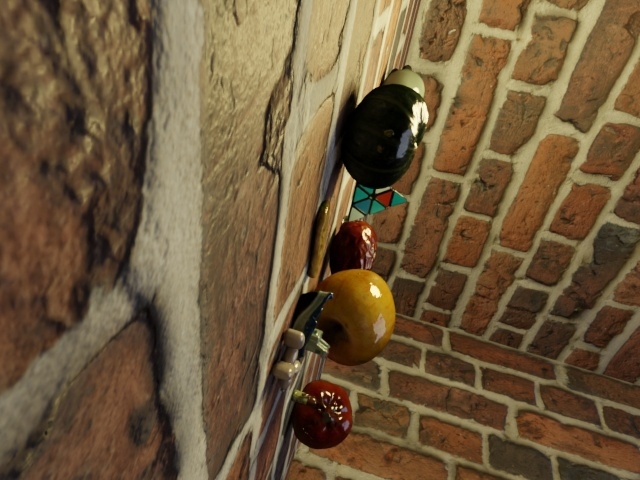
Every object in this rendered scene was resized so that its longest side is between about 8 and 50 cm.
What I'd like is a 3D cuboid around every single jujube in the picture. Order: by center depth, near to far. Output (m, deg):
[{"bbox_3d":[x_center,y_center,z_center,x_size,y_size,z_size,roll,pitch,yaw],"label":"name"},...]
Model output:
[{"bbox_3d":[0.123,0.045,1.652,0.183,0.183,0.243,-36,131,-78],"label":"jujube"}]

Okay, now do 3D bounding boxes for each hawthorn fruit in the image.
[{"bbox_3d":[0.010,0.773,2.022,0.311,0.295,0.295,44,62,-82],"label":"hawthorn fruit"}]

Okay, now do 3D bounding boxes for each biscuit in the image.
[{"bbox_3d":[0.000,0.000,1.236,0.118,0.029,0.247,-67,170,-46],"label":"biscuit"}]

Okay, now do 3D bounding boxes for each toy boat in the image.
[{"bbox_3d":[-0.019,0.253,1.287,0.114,0.115,0.262,-58,162,-65],"label":"toy boat"}]

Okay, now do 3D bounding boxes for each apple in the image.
[{"bbox_3d":[0.106,0.240,1.473,0.275,0.299,0.299,-23,131,-57],"label":"apple"}]

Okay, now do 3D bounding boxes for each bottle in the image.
[{"bbox_3d":[-0.062,0.627,1.793,0.063,0.101,0.047,89,19,-64],"label":"bottle"}]

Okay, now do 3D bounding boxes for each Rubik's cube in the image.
[{"bbox_3d":[0.180,-0.190,2.006,0.234,0.284,0.250,-54,147,3],"label":"Rubik's cube"}]

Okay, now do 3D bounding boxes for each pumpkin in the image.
[{"bbox_3d":[0.171,-0.289,1.255,0.300,0.207,0.300,-57,170,-16],"label":"pumpkin"}]

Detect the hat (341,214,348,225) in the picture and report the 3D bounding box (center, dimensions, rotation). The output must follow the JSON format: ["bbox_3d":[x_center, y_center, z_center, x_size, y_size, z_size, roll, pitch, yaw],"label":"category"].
[{"bbox_3d":[0.110,-0.049,1.857,0.121,0.050,0.121,13,90,-84],"label":"hat"}]

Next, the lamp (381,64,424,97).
[{"bbox_3d":[0.340,-0.582,1.869,0.244,0.197,0.198,66,37,-51],"label":"lamp"}]

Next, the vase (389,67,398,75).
[{"bbox_3d":[0.321,-0.636,2.015,0.115,0.115,0.237,85,26,-70],"label":"vase"}]

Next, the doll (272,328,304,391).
[{"bbox_3d":[-0.081,0.315,1.183,0.160,0.059,0.161,77,29,-72],"label":"doll"}]
